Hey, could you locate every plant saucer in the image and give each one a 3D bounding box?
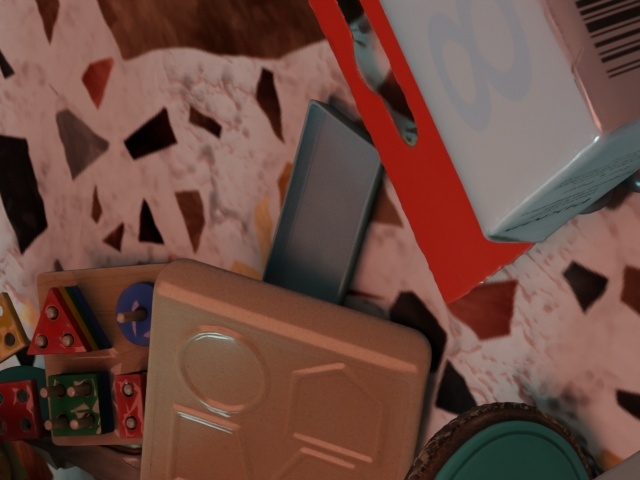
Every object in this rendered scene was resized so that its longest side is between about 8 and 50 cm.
[{"bbox_3d":[0.000,0.000,1.175,0.067,0.018,0.192,40,132,29],"label":"plant saucer"}]

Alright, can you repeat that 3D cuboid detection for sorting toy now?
[{"bbox_3d":[-0.027,0.125,1.210,0.193,0.038,0.208,17,119,15],"label":"sorting toy"},{"bbox_3d":[-0.165,0.087,1.320,0.274,0.046,0.132,-4,91,30],"label":"sorting toy"}]

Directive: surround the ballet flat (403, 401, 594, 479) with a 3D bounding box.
[{"bbox_3d":[0.091,0.344,1.089,0.182,0.164,0.483,142,126,-77],"label":"ballet flat"}]

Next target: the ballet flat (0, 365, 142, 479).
[{"bbox_3d":[-0.190,0.159,1.415,0.213,0.072,0.068,17,121,42],"label":"ballet flat"}]

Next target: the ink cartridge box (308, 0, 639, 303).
[{"bbox_3d":[0.037,-0.139,0.915,0.308,0.091,0.385,66,158,9],"label":"ink cartridge box"}]

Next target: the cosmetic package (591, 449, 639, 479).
[{"bbox_3d":[0.251,0.141,0.684,0.217,0.385,0.156,12,117,42],"label":"cosmetic package"}]

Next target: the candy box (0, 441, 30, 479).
[{"bbox_3d":[-0.247,0.284,1.398,0.087,0.183,0.316,-25,108,7],"label":"candy box"}]

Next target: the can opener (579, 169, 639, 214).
[{"bbox_3d":[0.115,-0.157,0.954,0.095,0.076,0.283,-153,46,-78],"label":"can opener"}]
